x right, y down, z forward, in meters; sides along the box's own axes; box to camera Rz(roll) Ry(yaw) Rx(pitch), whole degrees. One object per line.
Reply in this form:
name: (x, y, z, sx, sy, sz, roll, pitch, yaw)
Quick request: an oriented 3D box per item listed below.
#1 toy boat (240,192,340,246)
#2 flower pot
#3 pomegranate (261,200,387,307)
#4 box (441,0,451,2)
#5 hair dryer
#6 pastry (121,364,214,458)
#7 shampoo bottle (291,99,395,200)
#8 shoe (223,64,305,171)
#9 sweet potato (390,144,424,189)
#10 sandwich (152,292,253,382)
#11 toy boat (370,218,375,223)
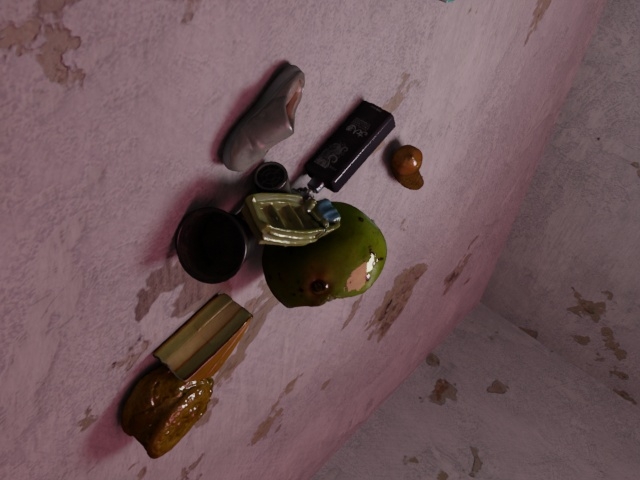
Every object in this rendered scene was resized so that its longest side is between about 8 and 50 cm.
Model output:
toy boat: (-0.069, -0.045, 1.603, 0.084, 0.111, 0.276, -39, 160, 30)
flower pot: (-0.208, 0.006, 1.550, 0.157, 0.157, 0.107, -61, 167, 14)
pomegranate: (0.000, 0.000, 1.845, 0.216, 0.310, 0.358, 58, 21, -29)
box: (0.353, -0.685, 1.727, 0.311, 0.118, 0.205, -31, 149, -44)
hair dryer: (-0.164, -0.044, 1.680, 0.248, 0.078, 0.195, -38, 154, -14)
pastry: (-0.369, 0.396, 1.808, 0.235, 0.132, 0.240, -39, 161, -52)
shampoo bottle: (0.051, -0.204, 1.818, 0.309, 0.098, 0.071, -50, 156, -13)
shoe: (-0.094, -0.233, 1.497, 0.251, 0.100, 0.103, -57, 158, -2)
sweet potato: (0.261, -0.214, 2.225, 0.097, 0.097, 0.292, -53, 165, -4)
sandwich: (-0.271, 0.223, 1.748, 0.187, 0.117, 0.144, -57, 160, 7)
toy boat: (0.087, 0.045, 2.265, 0.085, 0.078, 0.260, 26, 102, -44)
